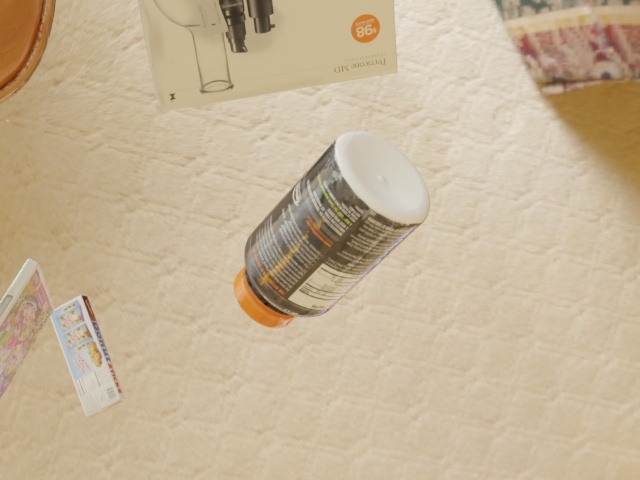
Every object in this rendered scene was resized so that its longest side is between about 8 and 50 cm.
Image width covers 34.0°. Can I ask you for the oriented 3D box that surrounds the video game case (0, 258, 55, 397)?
[{"bbox_3d":[-0.241,0.083,0.789,0.011,0.087,0.122,23,63,6],"label":"video game case"}]

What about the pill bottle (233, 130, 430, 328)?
[{"bbox_3d":[0.000,0.000,1.174,0.130,0.130,0.246,32,128,-17],"label":"pill bottle"}]

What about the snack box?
[{"bbox_3d":[-0.359,0.176,1.604,0.064,0.022,0.178,-28,73,13],"label":"snack box"}]

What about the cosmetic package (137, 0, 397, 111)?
[{"bbox_3d":[-0.081,-0.365,1.561,0.377,0.097,0.284,-11,124,-7],"label":"cosmetic package"}]

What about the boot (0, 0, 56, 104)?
[{"bbox_3d":[-0.273,-0.144,0.640,0.109,0.220,0.283,26,75,11],"label":"boot"}]
